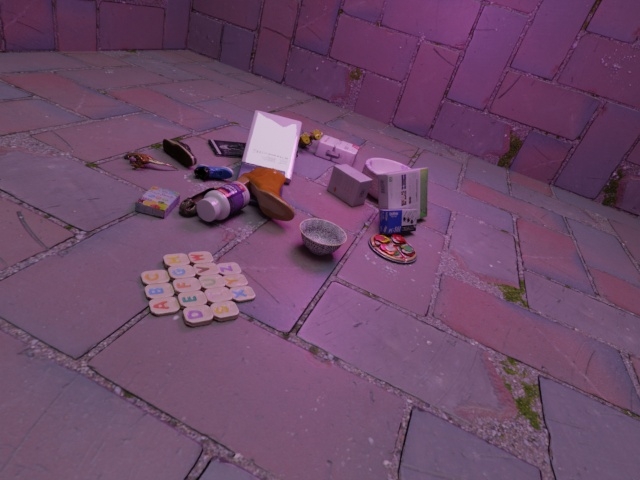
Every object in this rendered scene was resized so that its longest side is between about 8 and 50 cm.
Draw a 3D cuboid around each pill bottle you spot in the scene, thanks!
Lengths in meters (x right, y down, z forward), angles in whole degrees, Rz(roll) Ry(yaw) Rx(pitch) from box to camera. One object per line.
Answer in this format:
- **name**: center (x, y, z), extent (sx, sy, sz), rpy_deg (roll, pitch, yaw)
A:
- **pill bottle**: center (-0.346, -0.136, 1.429), extent (0.108, 0.108, 0.193), rpy_deg (25, 31, 13)

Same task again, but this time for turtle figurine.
- **turtle figurine**: center (-0.094, -0.571, 2.266), extent (0.270, 0.087, 0.217), rpy_deg (-7, 13, -17)

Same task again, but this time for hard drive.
- **hard drive**: center (-0.227, -0.442, 1.885), extent (0.233, 0.047, 0.352), rpy_deg (12, 61, -9)

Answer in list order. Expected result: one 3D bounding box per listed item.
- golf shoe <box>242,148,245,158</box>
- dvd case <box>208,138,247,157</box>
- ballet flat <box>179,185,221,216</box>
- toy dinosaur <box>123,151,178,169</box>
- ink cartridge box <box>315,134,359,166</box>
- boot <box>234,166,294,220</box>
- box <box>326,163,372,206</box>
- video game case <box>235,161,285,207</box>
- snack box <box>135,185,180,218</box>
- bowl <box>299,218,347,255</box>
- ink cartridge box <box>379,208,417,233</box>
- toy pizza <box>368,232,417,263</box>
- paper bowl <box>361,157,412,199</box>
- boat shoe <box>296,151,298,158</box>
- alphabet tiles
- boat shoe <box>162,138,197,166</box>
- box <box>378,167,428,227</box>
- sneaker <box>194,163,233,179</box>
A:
- **golf shoe**: center (-0.276, -0.395, 1.911), extent (0.186, 0.085, 0.067), rpy_deg (17, 28, -4)
- **dvd case**: center (-0.425, -0.450, 1.987), extent (0.221, 0.018, 0.164), rpy_deg (-2, 37, -31)
- **ballet flat**: center (-0.422, -0.155, 1.470), extent (0.084, 0.058, 0.250), rpy_deg (26, 32, 13)
- **toy dinosaur**: center (-0.687, -0.321, 1.599), extent (0.212, 0.064, 0.112), rpy_deg (18, 29, 0)
- **ink cartridge box**: center (0.097, -0.507, 2.277), extent (0.218, 0.092, 0.158), rpy_deg (22, 30, 3)
- **boot**: center (-0.181, -0.198, 1.565), extent (0.295, 0.104, 0.211), rpy_deg (27, 40, 15)
- **box**: center (0.131, -0.256, 1.849), extent (0.091, 0.130, 0.170), rpy_deg (-18, 46, -43)
- **video game case**: center (-0.253, -0.230, 1.672), extent (0.196, 0.026, 0.274), rpy_deg (12, 39, -9)
- **snack box**: center (-0.558, -0.134, 1.387), extent (0.100, 0.037, 0.141), rpy_deg (16, 30, -4)
- **bowl**: center (0.000, 0.000, 1.414), extent (0.170, 0.080, 0.170), rpy_deg (14, 30, -8)
- **ink cartridge box**: center (0.326, -0.082, 1.673), extent (0.207, 0.097, 0.046), rpy_deg (-7, 12, -43)
- **toy pizza**: center (0.287, 0.020, 1.576), extent (0.201, 0.032, 0.201), rpy_deg (13, 30, -8)
- **paper bowl**: center (0.336, -0.286, 1.986), extent (0.285, 0.148, 0.284), rpy_deg (13, 31, -8)
- **boat shoe**: center (-0.148, -0.436, 2.088), extent (0.046, 0.038, 0.125), rpy_deg (25, 31, 13)
- **alphabet tiles**: center (-0.332, 0.121, 1.105), extent (0.278, 0.021, 0.284), rpy_deg (-5, 37, -32)
- **boat shoe**: center (-0.595, -0.386, 1.737), extent (0.224, 0.080, 0.073), rpy_deg (31, 38, 30)
- **box**: center (0.369, -0.193, 1.772), extent (0.322, 0.232, 0.059), rpy_deg (-15, 18, -42)
- **sneaker**: center (-0.441, -0.275, 1.652), extent (0.152, 0.058, 0.084), rpy_deg (12, 25, -1)
